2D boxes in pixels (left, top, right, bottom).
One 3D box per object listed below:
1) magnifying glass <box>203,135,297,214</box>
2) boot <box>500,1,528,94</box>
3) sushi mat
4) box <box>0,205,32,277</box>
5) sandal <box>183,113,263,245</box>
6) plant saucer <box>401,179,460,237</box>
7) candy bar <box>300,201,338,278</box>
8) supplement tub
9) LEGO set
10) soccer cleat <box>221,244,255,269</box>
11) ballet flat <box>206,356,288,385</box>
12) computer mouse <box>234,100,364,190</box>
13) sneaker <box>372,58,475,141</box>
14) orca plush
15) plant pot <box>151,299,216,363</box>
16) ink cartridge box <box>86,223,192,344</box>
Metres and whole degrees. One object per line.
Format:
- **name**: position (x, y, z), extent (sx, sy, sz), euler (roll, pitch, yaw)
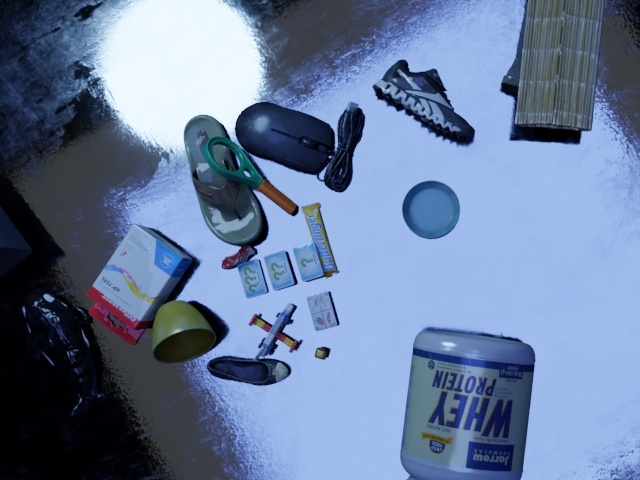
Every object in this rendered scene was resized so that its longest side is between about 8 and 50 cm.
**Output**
- **magnifying glass**: position (-0.146, -0.132, 1.926), extent (0.231, 0.092, 0.026), euler (36, 132, -12)
- **boot**: position (0.479, -0.383, 1.878), extent (0.190, 0.076, 0.208), euler (24, 83, 7)
- **sushi mat**: position (0.476, -0.373, 1.830), extent (0.152, 0.019, 0.316), euler (7, 83, 7)
- **box**: position (-0.869, 0.004, 1.991), extent (0.343, 0.179, 0.312), euler (-38, 81, 5)
- **sandal**: position (-0.221, -0.126, 1.949), extent (0.120, 0.086, 0.302), euler (-25, 82, 5)
- **plant saucer**: position (0.228, -0.064, 1.912), extent (0.119, 0.021, 0.119), euler (0, 87, 8)
- **candy bar**: position (0.000, 0.000, 1.944), extent (0.040, 0.018, 0.161), euler (-17, 83, 7)
- **supplement tub**: position (0.278, 0.345, 1.771), extent (0.236, 0.235, 0.324), euler (6, 87, 9)
- **LEGO set**: position (-0.069, 0.142, 1.922), extent (0.183, 0.060, 0.244), euler (-17, 84, 14)
- **soccer cleat**: position (-0.175, 0.039, 1.963), extent (0.083, 0.036, 0.029), euler (-37, 53, 24)
- **ballet flat**: position (-0.154, 0.274, 1.933), extent (0.173, 0.049, 0.057), euler (2, 83, 8)
- **computer mouse**: position (-0.055, -0.223, 1.939), extent (0.272, 0.072, 0.188), euler (14, 90, 9)
- **sneaker**: position (0.228, -0.295, 1.898), extent (0.234, 0.078, 0.106), euler (33, 94, 11)
- **orca plush**: position (-0.567, 0.235, 1.970), extent (0.151, 0.102, 0.287), euler (-16, 84, 7)
- **plant pot**: position (-0.295, 0.182, 1.932), extent (0.134, 0.134, 0.095), euler (-26, 58, 6)
- **ink cartridge box**: position (-0.396, 0.097, 1.966), extent (0.134, 0.078, 0.231), euler (34, 92, 9)
